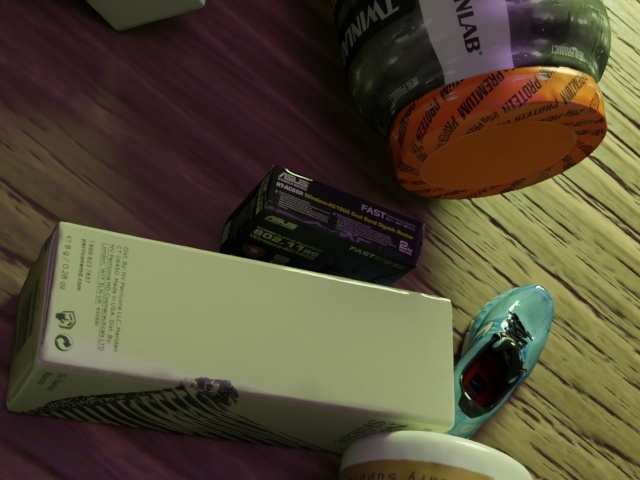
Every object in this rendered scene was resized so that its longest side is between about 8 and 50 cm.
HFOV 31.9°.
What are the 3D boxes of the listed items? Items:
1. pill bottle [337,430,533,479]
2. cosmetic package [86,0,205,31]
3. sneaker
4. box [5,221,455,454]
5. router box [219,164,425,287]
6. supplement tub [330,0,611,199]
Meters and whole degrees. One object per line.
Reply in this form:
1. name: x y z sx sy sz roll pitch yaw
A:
1. pill bottle: 0.058 0.247 0.696 0.131 0.131 0.229 22 59 -16
2. cosmetic package: -0.190 -0.375 0.770 0.377 0.097 0.284 44 49 -46
3. sneaker: 0.139 0.090 0.845 0.063 0.073 0.162 43 56 -2
4. box: -0.055 0.074 0.734 0.275 0.113 0.094 12 63 -20
5. router box: 0.000 0.000 0.806 0.122 0.092 0.038 20 60 -17
6. supplement tub: 0.107 -0.218 0.893 0.207 0.207 0.338 1 66 -27
